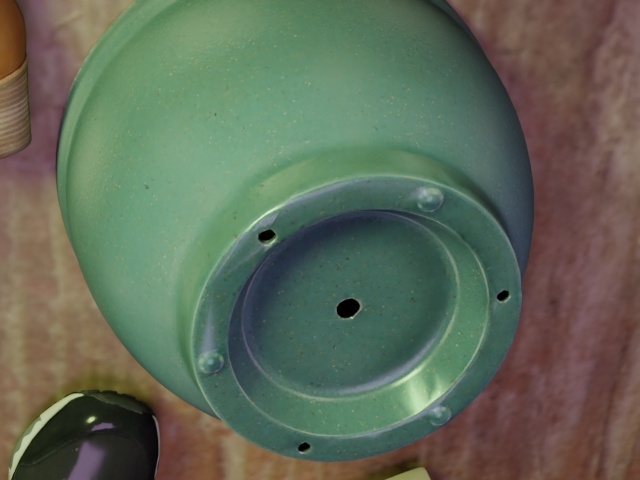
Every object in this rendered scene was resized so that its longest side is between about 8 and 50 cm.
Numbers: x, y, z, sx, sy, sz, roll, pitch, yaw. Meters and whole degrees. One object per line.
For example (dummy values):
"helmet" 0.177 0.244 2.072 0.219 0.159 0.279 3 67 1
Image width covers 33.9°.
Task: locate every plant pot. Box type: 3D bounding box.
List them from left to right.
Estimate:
"plant pot" 0.000 0.000 0.604 0.293 0.196 0.293 -7 121 -11

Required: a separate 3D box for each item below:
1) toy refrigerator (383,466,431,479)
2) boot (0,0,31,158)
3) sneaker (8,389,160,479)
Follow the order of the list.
"toy refrigerator" -0.025 0.278 0.818 0.270 0.094 0.102 -19 129 -3
"boot" -0.250 -0.097 0.539 0.197 0.073 0.152 -26 131 -30
"sneaker" -0.185 0.240 0.732 0.107 0.124 0.283 20 112 -24
